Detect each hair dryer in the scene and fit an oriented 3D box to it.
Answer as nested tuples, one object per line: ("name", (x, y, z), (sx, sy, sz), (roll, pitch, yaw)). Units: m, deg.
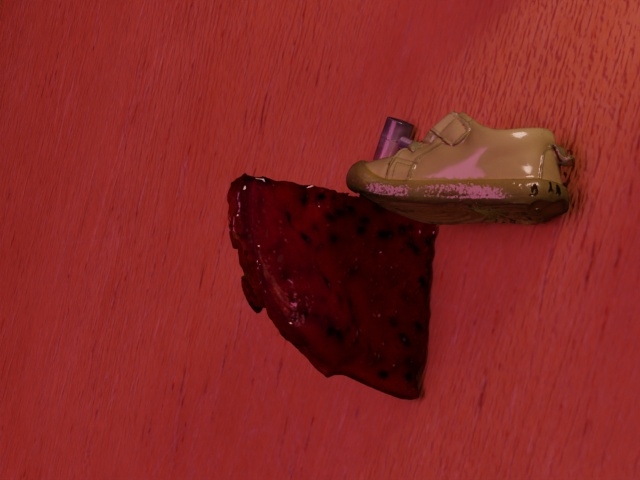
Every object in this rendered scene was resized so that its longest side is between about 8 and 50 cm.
("hair dryer", (0.119, -0.112, 1.637), (0.114, 0.037, 0.063), (30, 107, 43))

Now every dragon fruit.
("dragon fruit", (0.000, 0.000, 1.578), (0.240, 0.330, 0.302), (-50, 40, 1))

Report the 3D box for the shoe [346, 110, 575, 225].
("shoe", (0.165, -0.073, 1.473), (0.262, 0.140, 0.128), (6, 68, 29))
